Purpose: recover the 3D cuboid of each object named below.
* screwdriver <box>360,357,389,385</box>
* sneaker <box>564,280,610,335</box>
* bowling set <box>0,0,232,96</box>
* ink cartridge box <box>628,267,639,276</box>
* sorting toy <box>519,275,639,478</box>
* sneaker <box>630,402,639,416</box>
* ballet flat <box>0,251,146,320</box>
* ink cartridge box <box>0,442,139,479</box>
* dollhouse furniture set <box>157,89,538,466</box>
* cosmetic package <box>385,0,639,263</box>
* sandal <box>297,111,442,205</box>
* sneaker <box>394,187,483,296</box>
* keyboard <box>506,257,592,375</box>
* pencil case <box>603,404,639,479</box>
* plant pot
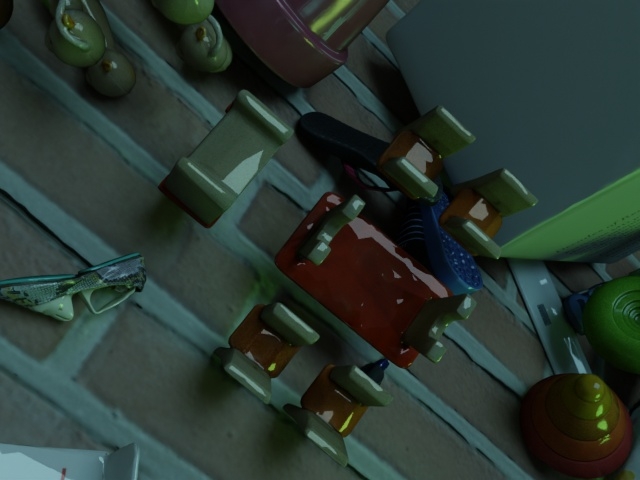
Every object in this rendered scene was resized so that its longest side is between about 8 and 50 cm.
[{"bbox_3d":[0.072,0.116,0.665,0.170,0.024,0.025,-27,115,-52],"label":"screwdriver"},{"bbox_3d":[0.378,0.086,0.909,0.144,0.059,0.053,-21,83,-50],"label":"sneaker"},{"bbox_3d":[-0.179,-0.177,0.537,0.154,0.200,0.287,63,2,0],"label":"bowling set"},{"bbox_3d":[0.542,0.094,0.906,0.117,0.201,0.278,56,30,-2],"label":"ink cartridge box"},{"bbox_3d":[0.354,0.087,0.739,0.127,0.126,0.365,32,68,28],"label":"sorting toy"},{"bbox_3d":[0.532,0.264,0.915,0.283,0.110,0.122,-10,87,-38],"label":"sneaker"},{"bbox_3d":[-0.176,0.037,0.481,0.114,0.041,0.041,-14,76,-43],"label":"ballet flat"},{"bbox_3d":[-0.156,0.161,0.323,0.060,0.180,0.104,19,55,-32],"label":"ink cartridge box"},{"bbox_3d":[0.000,0.000,0.556,0.259,0.135,0.262,41,77,-9],"label":"dollhouse furniture set"},{"bbox_3d":[0.363,-0.187,0.822,0.393,0.327,0.329,4,59,-47],"label":"cosmetic package"},{"bbox_3d":[0.052,-0.083,0.715,0.179,0.040,0.067,31,38,19],"label":"sandal"},{"bbox_3d":[0.109,0.006,0.722,0.081,0.090,0.232,39,25,-16],"label":"sneaker"},{"bbox_3d":[0.297,0.096,0.875,0.072,0.014,0.256,-8,72,-38],"label":"keyboard"},{"bbox_3d":[0.359,0.297,0.710,0.124,0.113,0.273,40,54,9],"label":"pencil case"},{"bbox_3d":[0.000,-0.287,0.672,0.201,0.180,0.201,45,26,-29],"label":"plant pot"}]
